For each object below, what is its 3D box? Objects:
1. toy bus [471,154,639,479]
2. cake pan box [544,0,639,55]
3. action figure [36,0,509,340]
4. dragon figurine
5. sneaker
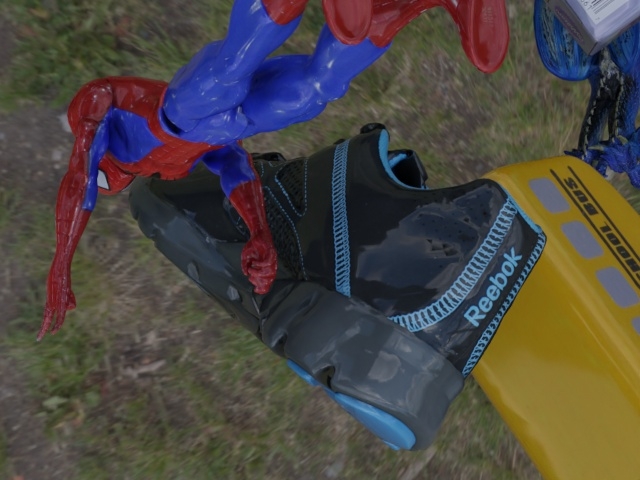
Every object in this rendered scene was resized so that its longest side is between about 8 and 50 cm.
[{"bbox_3d":[0.196,0.109,0.707,0.108,0.130,0.332,-48,66,36],"label":"toy bus"},{"bbox_3d":[0.210,-0.296,0.830,0.246,0.070,0.267,-38,85,6],"label":"cake pan box"},{"bbox_3d":[-0.043,-0.026,0.522,0.091,0.280,0.139,8,79,-31],"label":"action figure"},{"bbox_3d":[0.228,-0.178,0.989,0.085,0.144,0.289,-4,108,33],"label":"dragon figurine"},{"bbox_3d":[0.000,0.000,0.721,0.139,0.341,0.125,-51,126,-5],"label":"sneaker"}]
